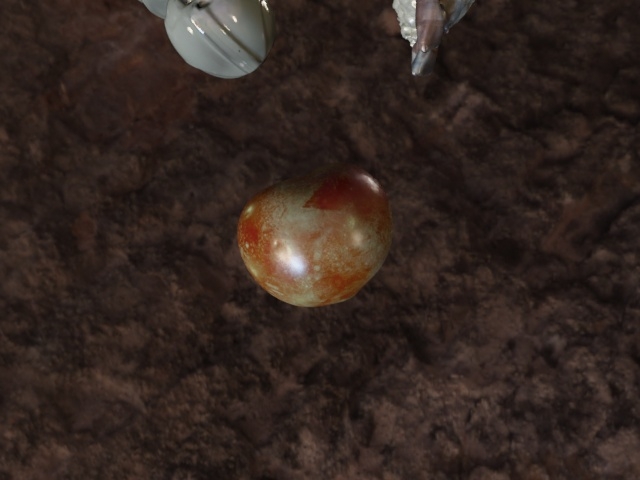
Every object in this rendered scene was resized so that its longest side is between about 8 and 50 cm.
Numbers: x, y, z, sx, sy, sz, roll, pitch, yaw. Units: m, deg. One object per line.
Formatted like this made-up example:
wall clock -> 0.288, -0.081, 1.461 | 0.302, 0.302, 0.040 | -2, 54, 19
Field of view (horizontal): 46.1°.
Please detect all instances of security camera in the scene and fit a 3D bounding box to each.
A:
security camera -> -0.178, -0.377, 1.161 | 0.197, 0.191, 0.277 | -37, -114, 12

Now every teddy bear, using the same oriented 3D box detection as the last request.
teddy bear -> 0.244, -0.463, 1.127 | 0.375, 0.327, 0.362 | -19, -105, -11

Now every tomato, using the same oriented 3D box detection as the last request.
tomato -> 0.000, 0.000, 1.292 | 0.270, 0.270, 0.222 | -20, -95, -14
